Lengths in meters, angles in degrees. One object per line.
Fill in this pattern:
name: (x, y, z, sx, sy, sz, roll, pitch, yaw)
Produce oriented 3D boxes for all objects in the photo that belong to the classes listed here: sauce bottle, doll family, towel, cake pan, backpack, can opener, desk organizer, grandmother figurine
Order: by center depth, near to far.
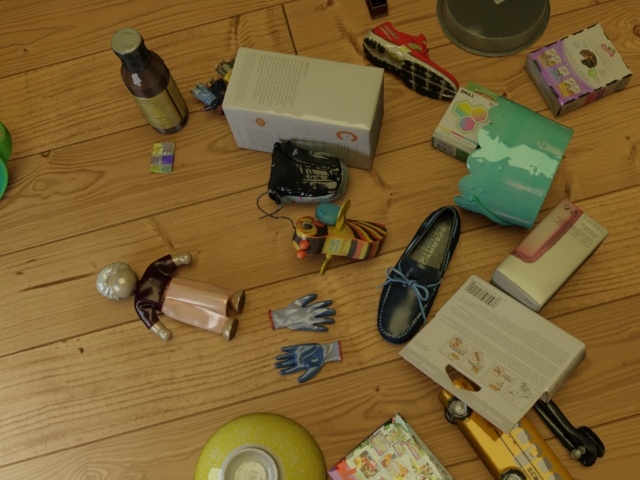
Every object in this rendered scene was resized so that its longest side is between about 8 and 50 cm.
can opener: (0.518, 0.401, 1.653, 0.186, 0.073, 0.059, 44, 118, 19)
grandmother figurine: (-0.350, 0.121, 1.790, 0.342, 0.104, 0.208, 13, 64, 6)
sauce bottle: (-0.403, -0.376, 1.832, 0.111, 0.344, 0.111, -2, 69, 4)
backpack: (-0.024, -0.155, 1.843, 0.182, 0.115, 0.152, 5, 92, 16)
towel: (-0.398, -0.210, 1.951, 0.060, 0.009, 0.083, 1, 71, 4)
doll family: (-0.238, -0.388, 1.970, 0.111, 0.076, 0.193, 42, 84, 12)
cake pan: (0.447, -0.612, 1.997, 0.293, 0.054, 0.293, -1, 71, 4)
desk organizer: (0.139, -0.651, 2.036, 0.047, 0.050, 0.130, -15, 71, -1)

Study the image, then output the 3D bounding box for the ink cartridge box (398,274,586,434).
ink cartridge box: (0.361, 0.243, 1.646, 0.261, 0.066, 0.296, -43, 54, -17)

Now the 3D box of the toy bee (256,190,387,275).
toy bee: (0.000, 0.000, 1.761, 0.298, 0.195, 0.162, -3, 33, 8)

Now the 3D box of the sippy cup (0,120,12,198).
sippy cup: (-0.922, -0.189, 1.887, 0.305, 0.240, 0.224, -20, 52, -43)

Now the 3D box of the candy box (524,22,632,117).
candy box: (0.631, -0.418, 1.907, 0.196, 0.070, 0.165, -24, 71, -3)

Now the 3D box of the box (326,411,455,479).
box: (0.181, 0.538, 1.624, 0.201, 0.057, 0.293, -37, 73, -9)

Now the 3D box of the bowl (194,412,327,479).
bowl: (-0.135, 0.496, 1.613, 0.289, 0.156, 0.289, -1, 72, 5)

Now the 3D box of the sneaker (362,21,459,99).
sneaker: (0.241, -0.461, 1.939, 0.279, 0.107, 0.118, 37, 69, 13)

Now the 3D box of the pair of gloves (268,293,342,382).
pair of gloves: (-0.034, 0.222, 1.769, 0.159, 0.023, 0.198, -11, 70, 3)

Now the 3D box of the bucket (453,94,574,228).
bucket: (0.432, -0.167, 1.737, 0.183, 0.281, 0.281, 24, 75, 13)

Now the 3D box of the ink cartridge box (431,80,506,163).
ink cartridge box: (0.366, -0.302, 1.892, 0.109, 0.062, 0.209, 29, 75, 14)

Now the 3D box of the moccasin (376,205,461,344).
moccasin: (0.213, 0.065, 1.751, 0.138, 0.117, 0.342, 20, 74, 11)

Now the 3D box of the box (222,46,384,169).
box: (-0.032, -0.311, 1.847, 0.345, 0.215, 0.168, 11, 72, 8)

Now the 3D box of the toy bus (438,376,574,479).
toy bus: (0.387, 0.427, 1.618, 0.130, 0.108, 0.332, -33, 72, -7)

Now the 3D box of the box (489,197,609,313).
box: (0.501, 0.044, 1.719, 0.232, 0.148, 0.127, -44, 73, -11)
